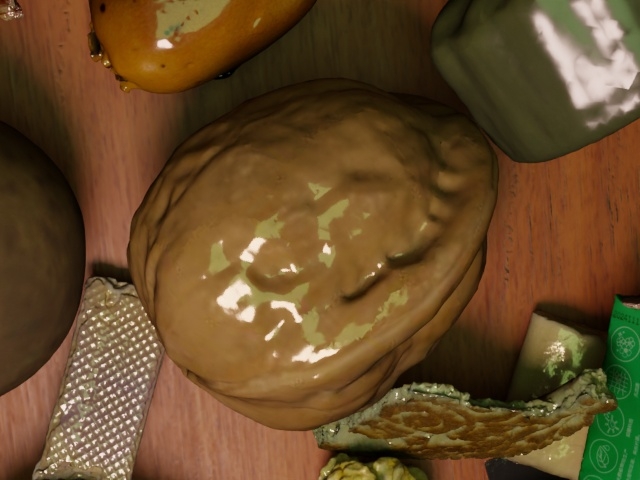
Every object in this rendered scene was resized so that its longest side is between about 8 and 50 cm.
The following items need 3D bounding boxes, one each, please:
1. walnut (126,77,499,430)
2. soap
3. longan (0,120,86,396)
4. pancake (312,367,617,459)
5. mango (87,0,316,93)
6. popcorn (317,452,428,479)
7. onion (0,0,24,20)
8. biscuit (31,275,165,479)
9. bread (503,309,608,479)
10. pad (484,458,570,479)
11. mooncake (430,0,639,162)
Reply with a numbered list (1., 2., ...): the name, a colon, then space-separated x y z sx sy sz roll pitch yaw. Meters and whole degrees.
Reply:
1. walnut: -0.008 0.012 1.566 0.384 0.383 0.383 -1 99 -4
2. soap: 0.376 0.181 1.674 0.218 0.098 0.273 -3 107 -40
3. longan: -0.420 0.027 1.545 0.361 0.361 0.361 -1 99 -4
4. pancake: 0.143 0.187 1.657 0.377 0.197 0.054 -9 61 22
5. mango: -0.124 -0.275 1.591 0.201 0.152 0.287 44 91 2
6. popcorn: 0.057 0.309 1.701 0.162 0.135 0.141 -32 121 -11
7. onion: -0.378 -0.307 1.568 0.159 0.159 0.195 -33 103 1
8. biscuit: -0.238 0.163 1.675 0.108 0.062 0.238 15 85 -4
9. bread: 0.283 0.182 1.732 0.139 0.060 0.178 16 96 -5
10. pad: 0.273 0.335 1.785 0.116 0.004 0.193 -17 99 -2
11. mooncake: 0.283 -0.247 1.523 0.356 0.356 0.194 -37 101 2
